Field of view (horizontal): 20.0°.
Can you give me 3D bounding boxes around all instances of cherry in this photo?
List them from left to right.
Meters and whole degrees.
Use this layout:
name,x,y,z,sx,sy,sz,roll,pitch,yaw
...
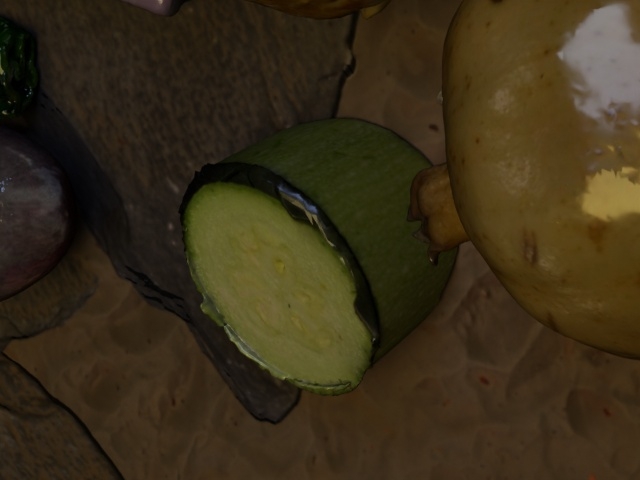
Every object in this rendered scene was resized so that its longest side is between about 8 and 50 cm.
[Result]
name,x,y,z,sx,sy,sz,roll,pitch,yaw
cherry,-0.300,-0.029,1.594,0.176,0.140,0.176,1,107,2

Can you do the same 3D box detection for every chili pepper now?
name,x,y,z,sx,sy,sz,roll,pitch,yaw
chili pepper,-0.366,-0.176,1.614,0.253,0.083,0.099,22,106,16

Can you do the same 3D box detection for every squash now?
name,x,y,z,sx,sy,sz,roll,pitch,yaw
squash,-0.009,0.011,1.492,0.220,0.133,0.220,21,129,28

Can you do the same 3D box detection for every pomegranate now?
name,x,y,z,sx,sy,sz,roll,pitch,yaw
pomegranate,0.209,-0.068,1.209,0.342,0.342,0.342,9,110,25

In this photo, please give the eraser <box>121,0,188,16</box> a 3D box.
name,x,y,z,sx,sy,sz,roll,pitch,yaw
eraser,-0.176,-0.388,1.426,0.272,0.122,0.359,18,115,19

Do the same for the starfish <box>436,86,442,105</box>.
name,x,y,z,sx,sy,sz,roll,pitch,yaw
starfish,0.147,-0.192,1.372,0.150,0.053,0.209,7,105,12

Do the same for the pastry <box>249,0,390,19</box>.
name,x,y,z,sx,sy,sz,roll,pitch,yaw
pastry,-0.007,-0.259,1.291,0.256,0.170,0.237,25,116,-30
